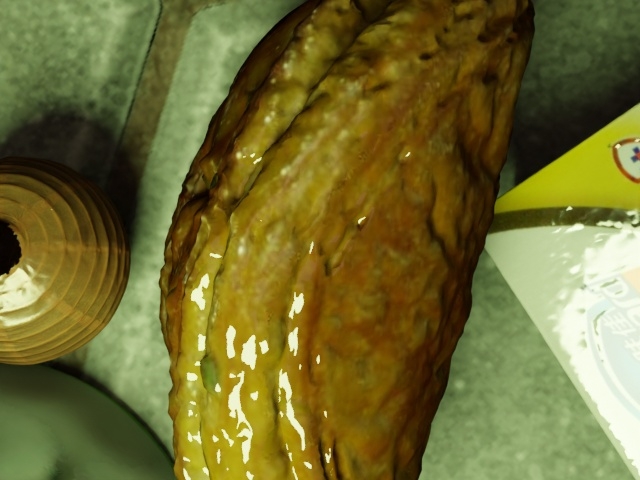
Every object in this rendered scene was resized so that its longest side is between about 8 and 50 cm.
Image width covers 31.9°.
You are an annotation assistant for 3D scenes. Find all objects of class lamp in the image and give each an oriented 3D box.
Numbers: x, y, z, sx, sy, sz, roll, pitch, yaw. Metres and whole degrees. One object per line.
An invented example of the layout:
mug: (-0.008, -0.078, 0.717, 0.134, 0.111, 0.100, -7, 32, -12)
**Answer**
lamp: (-0.190, 0.013, 0.718, 0.136, 0.136, 0.136, 0, 87, 5)

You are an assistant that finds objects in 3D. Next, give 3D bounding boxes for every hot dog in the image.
hot dog: (0.000, 0.000, 0.643, 0.174, 0.267, 0.387, 14, 90, -14)

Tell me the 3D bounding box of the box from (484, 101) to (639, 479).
box: (0.234, 0.045, 0.668, 0.168, 0.097, 0.265, -33, 85, 28)

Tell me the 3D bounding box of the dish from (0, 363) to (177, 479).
dish: (-0.240, 0.239, 0.713, 0.324, 0.124, 0.324, 0, 87, 5)
